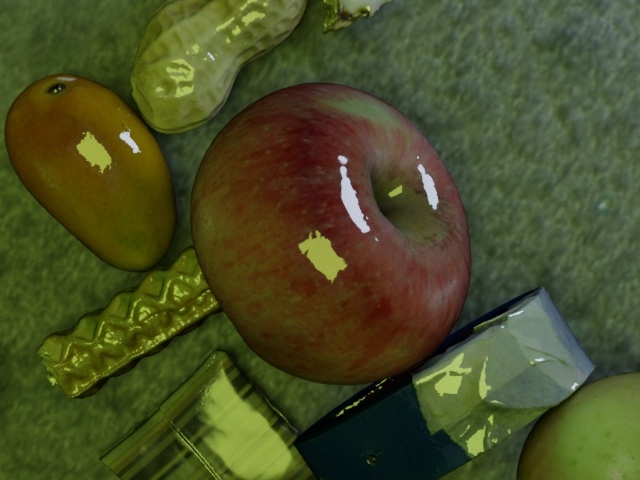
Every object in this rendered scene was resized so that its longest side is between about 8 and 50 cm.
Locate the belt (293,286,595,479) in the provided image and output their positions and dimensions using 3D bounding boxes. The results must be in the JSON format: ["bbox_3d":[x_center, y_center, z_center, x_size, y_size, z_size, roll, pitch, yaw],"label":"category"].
[{"bbox_3d":[0.133,0.185,1.624,0.347,0.212,0.117,-33,89,20],"label":"belt"}]

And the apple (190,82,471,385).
[{"bbox_3d":[0.000,0.000,1.583,0.269,0.345,0.344,-32,90,38],"label":"apple"}]

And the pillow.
[{"bbox_3d":[-0.124,0.272,1.740,0.208,0.052,0.212,-43,93,7],"label":"pillow"}]

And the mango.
[{"bbox_3d":[-0.258,-0.082,1.679,0.254,0.175,0.139,48,57,-5],"label":"mango"}]

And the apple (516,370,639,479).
[{"bbox_3d":[0.364,0.299,1.566,0.277,0.319,0.319,-16,92,8],"label":"apple"}]

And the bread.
[{"bbox_3d":[-0.208,0.092,1.713,0.269,0.087,0.098,-33,119,9],"label":"bread"}]

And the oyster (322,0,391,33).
[{"bbox_3d":[0.049,-0.346,1.670,0.072,0.133,0.209,4,99,47],"label":"oyster"}]

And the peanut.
[{"bbox_3d":[-0.111,-0.255,1.672,0.136,0.120,0.298,44,94,-2],"label":"peanut"}]
